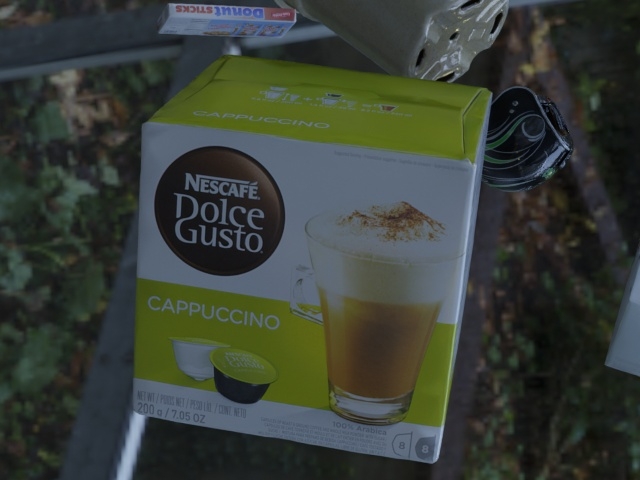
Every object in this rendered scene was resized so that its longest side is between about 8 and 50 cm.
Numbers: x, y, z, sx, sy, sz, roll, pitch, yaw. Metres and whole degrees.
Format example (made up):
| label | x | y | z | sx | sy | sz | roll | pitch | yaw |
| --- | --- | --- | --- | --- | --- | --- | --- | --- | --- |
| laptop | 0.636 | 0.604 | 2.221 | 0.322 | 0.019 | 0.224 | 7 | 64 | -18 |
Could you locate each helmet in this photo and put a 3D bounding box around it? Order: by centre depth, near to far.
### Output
| label | x | y | z | sx | sy | sz | roll | pitch | yaw |
| --- | --- | --- | --- | --- | --- | --- | --- | --- | --- |
| helmet | 0.299 | -0.158 | 2.079 | 0.169 | 0.161 | 0.169 | 47 | 24 | -29 |

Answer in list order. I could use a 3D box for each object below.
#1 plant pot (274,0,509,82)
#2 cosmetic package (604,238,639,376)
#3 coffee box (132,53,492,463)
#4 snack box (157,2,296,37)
| label | x | y | z | sx | sy | sz | roll | pitch | yaw |
| --- | --- | --- | --- | --- | --- | --- | --- | --- | --- |
| plant pot | 0.130 | -0.421 | 2.171 | 0.305 | 0.334 | 0.334 | 49 | 11 | 24 |
| cosmetic package | 0.479 | -0.032 | 1.730 | 0.284 | 0.097 | 0.377 | 80 | 29 | -69 |
| coffee box | 0.000 | 0.000 | 1.472 | 0.338 | 0.337 | 0.335 | -62 | 159 | -68 |
| snack box | -0.126 | -0.295 | 1.774 | 0.064 | 0.178 | 0.022 | 147 | -60 | -66 |
